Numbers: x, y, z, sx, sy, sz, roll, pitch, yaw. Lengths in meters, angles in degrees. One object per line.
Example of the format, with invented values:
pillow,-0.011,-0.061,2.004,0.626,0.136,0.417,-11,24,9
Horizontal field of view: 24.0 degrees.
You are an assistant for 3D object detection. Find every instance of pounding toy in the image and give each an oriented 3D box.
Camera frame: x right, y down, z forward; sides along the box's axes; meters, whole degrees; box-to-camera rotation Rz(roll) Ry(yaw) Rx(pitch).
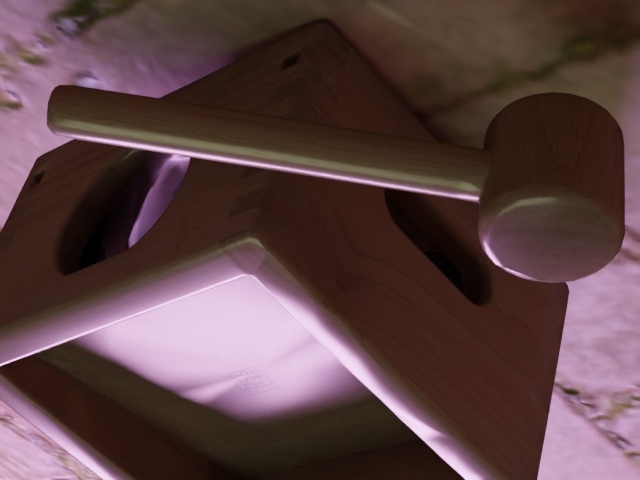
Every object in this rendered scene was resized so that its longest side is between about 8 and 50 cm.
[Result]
pounding toy,-0.001,-0.007,0.421,0.206,0.094,0.181,-20,128,37
